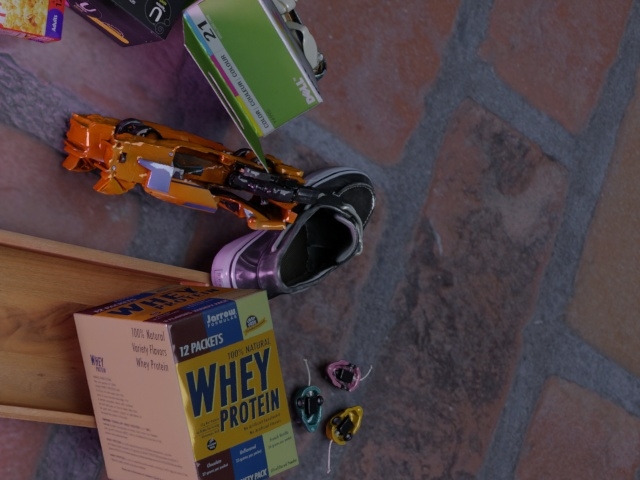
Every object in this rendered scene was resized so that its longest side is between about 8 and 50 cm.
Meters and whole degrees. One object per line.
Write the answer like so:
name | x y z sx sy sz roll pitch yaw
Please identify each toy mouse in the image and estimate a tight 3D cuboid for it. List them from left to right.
toy mouse | 0.006 0.209 1.813 0.143 0.031 0.161 51 61 -28

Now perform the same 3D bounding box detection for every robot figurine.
robot figurine | -0.148 -0.081 1.585 0.291 0.211 0.085 13 101 -33

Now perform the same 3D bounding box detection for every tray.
tray | -0.320 0.102 1.521 0.411 0.076 0.203 14 82 -39

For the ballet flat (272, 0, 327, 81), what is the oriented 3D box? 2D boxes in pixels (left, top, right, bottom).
ballet flat | -0.045 -0.287 1.738 0.070 0.070 0.188 -45 117 -29

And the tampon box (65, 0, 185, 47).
tampon box | -0.219 -0.329 1.571 0.120 0.101 0.161 36 70 -33

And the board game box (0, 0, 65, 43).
board game box | -0.361 -0.298 1.400 0.193 0.045 0.147 6 87 -38

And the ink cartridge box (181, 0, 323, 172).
ink cartridge box | -0.080 -0.216 1.590 0.097 0.255 0.189 -29 114 7

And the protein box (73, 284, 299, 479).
protein box | -0.151 0.164 1.484 0.136 0.199 0.201 -18 102 -38

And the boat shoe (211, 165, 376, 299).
boat shoe | 0.000 0.000 1.711 0.335 0.119 0.121 -42 122 -48
